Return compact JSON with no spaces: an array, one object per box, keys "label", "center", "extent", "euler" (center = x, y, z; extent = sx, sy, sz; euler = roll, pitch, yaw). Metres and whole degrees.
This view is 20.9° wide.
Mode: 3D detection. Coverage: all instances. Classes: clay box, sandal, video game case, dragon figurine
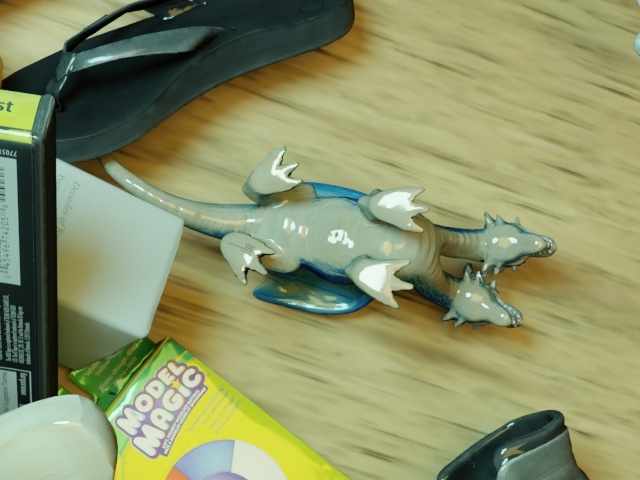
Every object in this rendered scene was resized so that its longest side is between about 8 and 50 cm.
[{"label":"clay box","center":[-0.072,0.158,1.063],"extent":[0.222,0.053,0.127],"euler":[39,76,-7]},{"label":"sandal","center":[-0.098,-0.124,1.071],"extent":[0.254,0.097,0.054],"euler":[-29,134,-22]},{"label":"video game case","center":[-0.264,0.010,0.918],"extent":[0.248,0.275,0.035],"euler":[8,50,-1]},{"label":"dragon figurine","center":[0.000,0.000,1.082],"extent":[0.289,0.144,0.085],"euler":[9,82,8]}]

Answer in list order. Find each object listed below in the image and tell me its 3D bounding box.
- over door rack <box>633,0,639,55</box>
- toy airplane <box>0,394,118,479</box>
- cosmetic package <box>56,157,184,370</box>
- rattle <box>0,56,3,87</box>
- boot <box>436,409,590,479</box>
[{"label":"over door rack","center":[0.254,-0.298,1.156],"extent":[0.240,0.108,0.324],"euler":[-23,75,-3]},{"label":"toy airplane","center":[-0.329,0.178,0.894],"extent":[0.386,0.384,0.272],"euler":[6,47,-20]},{"label":"cosmetic package","center":[-0.208,-0.012,0.995],"extent":[0.231,0.117,0.085],"euler":[25,66,-22]},{"label":"rattle","center":[-0.307,-0.134,1.030],"extent":[0.143,0.200,0.130],"euler":[27,54,-53]},{"label":"boot","center":[0.078,0.279,1.039],"extent":[0.222,0.118,0.338],"euler":[49,64,-15]}]
